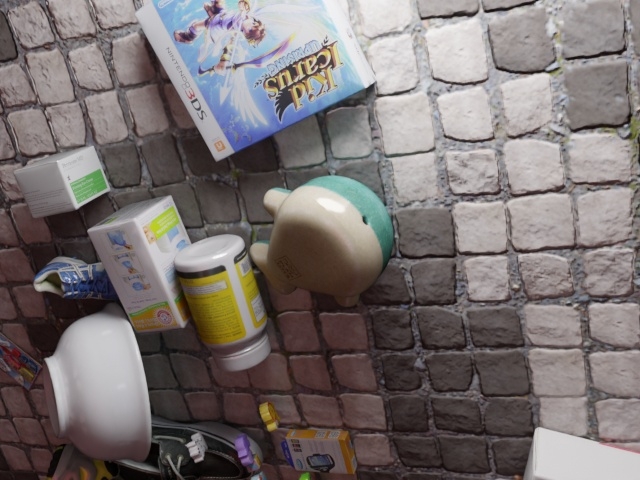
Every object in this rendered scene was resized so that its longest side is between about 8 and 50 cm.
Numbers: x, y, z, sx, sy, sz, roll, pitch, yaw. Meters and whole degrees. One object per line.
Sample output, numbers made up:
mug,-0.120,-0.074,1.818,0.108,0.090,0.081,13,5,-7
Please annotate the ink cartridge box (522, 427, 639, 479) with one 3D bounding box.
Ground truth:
ink cartridge box,0.419,0.463,1.030,0.207,0.117,0.282,10,117,16

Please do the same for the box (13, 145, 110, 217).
box,-0.436,-0.101,1.105,0.102,0.101,0.087,-9,110,23

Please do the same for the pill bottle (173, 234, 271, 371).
pill bottle,-0.157,0.105,1.084,0.119,0.119,0.208,-6,111,23

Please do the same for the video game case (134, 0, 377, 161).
video game case,-0.095,-0.273,0.919,0.270,0.061,0.244,-21,106,27

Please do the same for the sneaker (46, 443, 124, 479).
sneaker,-0.493,0.612,1.440,0.147,0.145,0.384,0,124,0

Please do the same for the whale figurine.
whale figurine,0.000,0.000,0.988,0.216,0.141,0.272,51,145,-7

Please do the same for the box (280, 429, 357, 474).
box,-0.005,0.393,1.214,0.136,0.028,0.081,-4,112,25

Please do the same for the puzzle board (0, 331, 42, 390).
puzzle board,-0.671,0.264,1.417,0.128,0.011,0.096,39,121,1

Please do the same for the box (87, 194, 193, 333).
box,-0.283,0.043,1.105,0.103,0.114,0.203,-10,110,25

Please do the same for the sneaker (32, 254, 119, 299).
sneaker,-0.429,0.081,1.199,0.211,0.081,0.080,3,113,18

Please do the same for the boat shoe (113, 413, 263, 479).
boat shoe,-0.280,0.428,1.280,0.335,0.119,0.121,3,115,20

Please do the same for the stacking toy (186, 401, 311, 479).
stacking toy,-0.122,0.420,1.191,0.167,0.052,0.221,-24,100,6

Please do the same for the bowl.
bowl,-0.411,0.266,1.158,0.298,0.134,0.297,23,118,54
